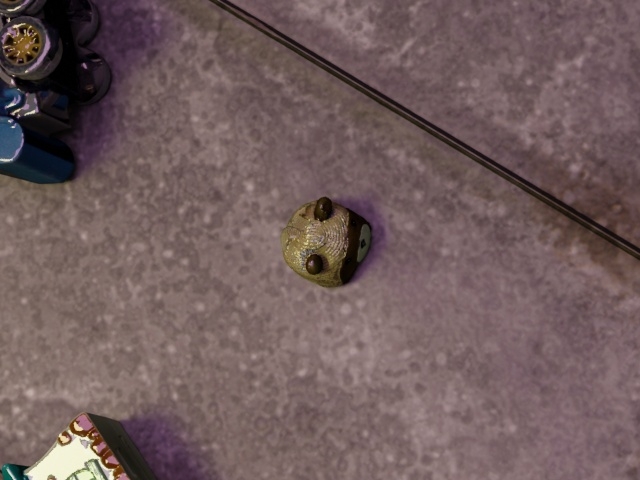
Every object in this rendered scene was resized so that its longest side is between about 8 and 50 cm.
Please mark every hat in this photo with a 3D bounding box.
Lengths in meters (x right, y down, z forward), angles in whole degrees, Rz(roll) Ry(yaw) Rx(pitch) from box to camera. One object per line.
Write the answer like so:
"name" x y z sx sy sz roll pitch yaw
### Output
"hat" 0.001 0.000 1.575 0.076 0.059 0.077 29 91 20

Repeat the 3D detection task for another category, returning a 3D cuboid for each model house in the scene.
"model house" -0.225 0.248 1.554 0.149 0.100 0.127 -38 74 5

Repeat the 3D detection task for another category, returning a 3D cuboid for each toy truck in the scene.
"toy truck" -0.318 -0.235 1.642 0.175 0.146 0.367 -14 77 13
